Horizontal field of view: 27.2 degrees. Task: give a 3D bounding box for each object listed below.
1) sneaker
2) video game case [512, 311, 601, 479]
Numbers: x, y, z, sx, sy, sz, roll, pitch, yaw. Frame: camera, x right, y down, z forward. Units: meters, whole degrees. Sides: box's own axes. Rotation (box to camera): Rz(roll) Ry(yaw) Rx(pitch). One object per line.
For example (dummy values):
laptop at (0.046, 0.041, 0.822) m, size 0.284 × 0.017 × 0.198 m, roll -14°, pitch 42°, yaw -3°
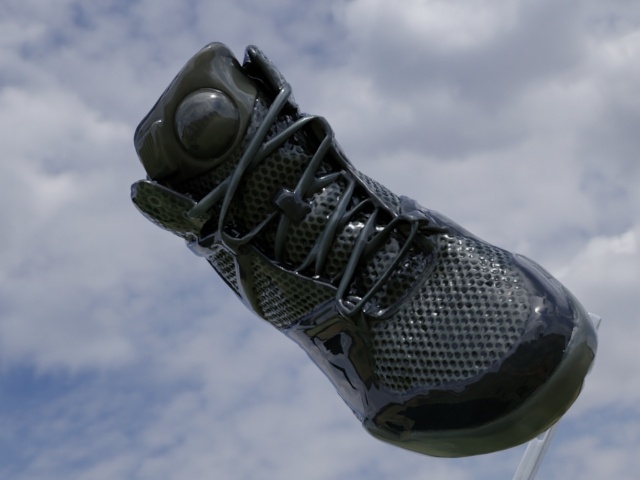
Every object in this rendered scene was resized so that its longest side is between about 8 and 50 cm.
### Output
sneaker at (0.000, 0.000, 0.500) m, size 0.087 × 0.227 × 0.130 m, roll -50°, pitch -55°, yaw -4°
video game case at (0.154, 0.113, 0.869) m, size 0.011 × 0.122 × 0.087 m, roll 24°, pitch -14°, yaw 14°
